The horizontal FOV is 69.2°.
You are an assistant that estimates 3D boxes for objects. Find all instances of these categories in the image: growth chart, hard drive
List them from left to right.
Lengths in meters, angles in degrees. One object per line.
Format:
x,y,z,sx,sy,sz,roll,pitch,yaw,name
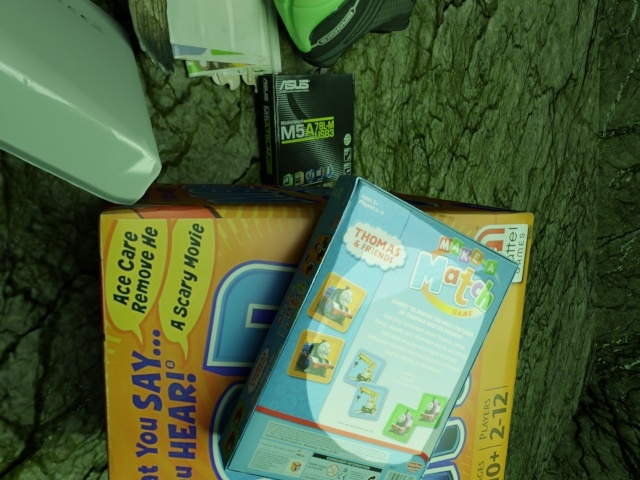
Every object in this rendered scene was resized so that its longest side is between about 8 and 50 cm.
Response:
-0.251,-0.181,0.356,0.047,0.353,0.233,-47,131,12,hard drive
-0.146,-0.306,0.658,0.237,0.021,0.172,-6,103,-44,growth chart

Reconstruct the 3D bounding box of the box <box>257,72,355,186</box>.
-0.017,-0.186,0.785,0.190,0.045,0.184,-19,119,-43,box

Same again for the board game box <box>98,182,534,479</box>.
-0.041,0.122,0.538,0.356,0.356,0.357,-1,100,-20,board game box

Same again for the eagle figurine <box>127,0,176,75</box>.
-0.207,-0.344,0.448,0.298,0.226,0.225,35,100,-19,eagle figurine

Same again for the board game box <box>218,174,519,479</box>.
0.042,0.081,0.346,0.160,0.039,0.212,25,91,-23,board game box

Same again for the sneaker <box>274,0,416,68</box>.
0.102,-0.470,0.777,0.483,0.185,0.202,-44,154,-18,sneaker
